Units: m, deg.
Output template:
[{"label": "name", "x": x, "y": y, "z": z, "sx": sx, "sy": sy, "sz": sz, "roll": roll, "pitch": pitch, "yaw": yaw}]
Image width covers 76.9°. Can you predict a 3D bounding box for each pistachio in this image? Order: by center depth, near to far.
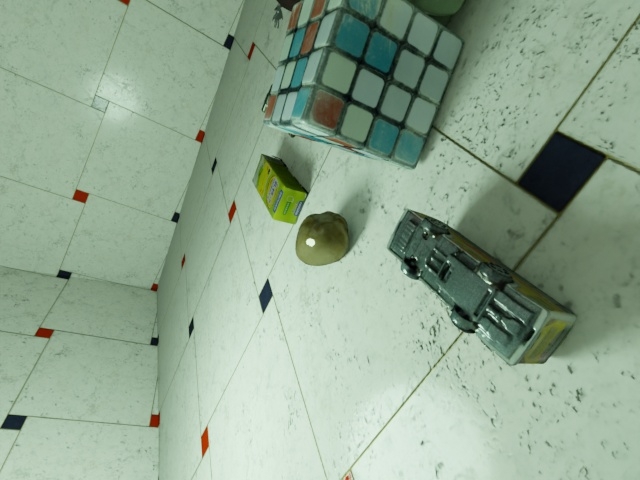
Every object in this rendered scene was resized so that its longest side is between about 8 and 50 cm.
[{"label": "pistachio", "x": 0.000, "y": 0.000, "z": 0.944, "sx": 0.108, "sy": 0.126, "sz": 0.185, "roll": -43, "pitch": 3, "yaw": -35}]

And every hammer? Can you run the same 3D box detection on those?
[{"label": "hammer", "x": -0.143, "y": -0.461, "z": 1.471, "sx": 0.111, "sy": 0.043, "sz": 0.365, "roll": -60, "pitch": 34, "yaw": 25}]

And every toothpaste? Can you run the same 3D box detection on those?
[{"label": "toothpaste", "x": -0.139, "y": -0.173, "z": 1.291, "sx": 0.110, "sy": 0.077, "sz": 0.327, "roll": -65, "pitch": 30, "yaw": 20}]

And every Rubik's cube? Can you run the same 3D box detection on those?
[{"label": "Rubik's cube", "x": 0.067, "y": -0.307, "z": 0.783, "sx": 0.253, "sy": 0.256, "sz": 0.258, "roll": 38, "pitch": 112, "yaw": 60}]

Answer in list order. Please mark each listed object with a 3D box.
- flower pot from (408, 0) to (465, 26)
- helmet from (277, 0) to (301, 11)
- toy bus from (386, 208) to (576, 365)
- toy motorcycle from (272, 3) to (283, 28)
[{"label": "flower pot", "x": 0.114, "y": -0.528, "z": 0.799, "sx": 0.367, "sy": 0.254, "sz": 0.164, "roll": 38, "pitch": 112, "yaw": 61}, {"label": "helmet", "x": -0.066, "y": -0.911, "z": 1.357, "sx": 0.177, "sy": 0.225, "sz": 0.305, "roll": 84, "pitch": -161, "yaw": -78}, {"label": "toy bus", "x": 0.199, "y": 0.048, "z": 0.548, "sx": 0.092, "sy": 0.106, "sz": 0.268, "roll": -66, "pitch": 32, "yaw": 19}, {"label": "toy motorcycle", "x": -0.120, "y": -0.998, "z": 1.492, "sx": 0.134, "sy": 0.207, "sz": 0.401, "roll": 36, "pitch": 112, "yaw": 34}]
